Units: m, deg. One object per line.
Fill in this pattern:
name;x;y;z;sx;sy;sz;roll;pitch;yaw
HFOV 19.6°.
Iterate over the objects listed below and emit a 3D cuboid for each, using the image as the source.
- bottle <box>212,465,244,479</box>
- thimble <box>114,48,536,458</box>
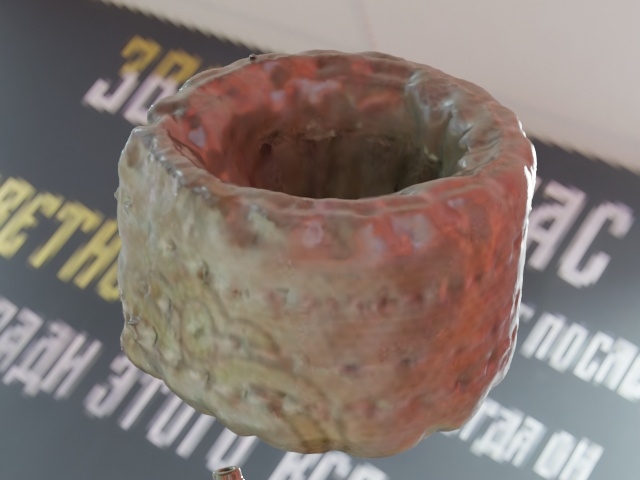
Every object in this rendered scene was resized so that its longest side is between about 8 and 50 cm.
bottle;-0.078;0.249;1.691;0.030;0.030;0.083;-2;-79;52
thimble;0.000;0.000;1.293;0.291;0.291;0.195;20;-57;29
